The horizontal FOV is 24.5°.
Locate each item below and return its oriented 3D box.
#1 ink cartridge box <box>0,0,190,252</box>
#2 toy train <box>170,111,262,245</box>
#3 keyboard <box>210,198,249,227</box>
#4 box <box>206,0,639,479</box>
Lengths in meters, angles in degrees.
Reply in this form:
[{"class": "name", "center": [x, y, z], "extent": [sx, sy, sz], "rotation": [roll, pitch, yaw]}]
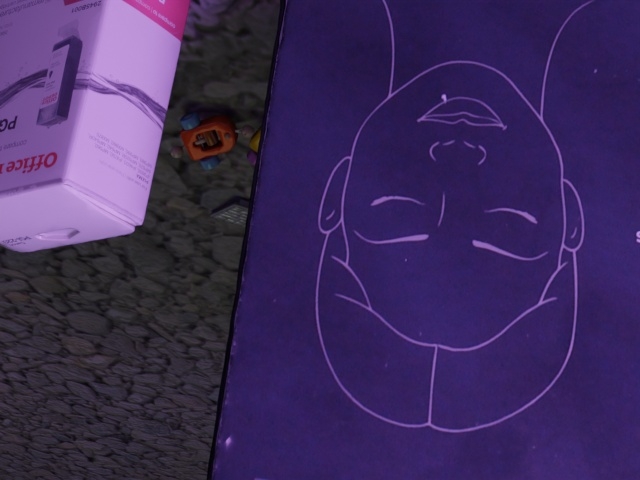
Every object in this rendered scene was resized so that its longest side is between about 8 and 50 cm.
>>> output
[{"class": "ink cartridge box", "center": [-0.207, -0.111, 1.204], "extent": [0.158, 0.218, 0.092], "rotation": [-10, 153, 38]}, {"class": "toy train", "center": [-0.064, -0.070, 1.459], "extent": [0.125, 0.046, 0.166], "rotation": [-20, 116, 19]}, {"class": "keyboard", "center": [0.000, 0.000, 1.711], "extent": [0.256, 0.014, 0.072], "rotation": [18, 157, -24]}, {"class": "box", "center": [0.181, 0.060, 1.159], "extent": [0.480, 0.472, 0.297], "rotation": [7, 159, 5]}]
